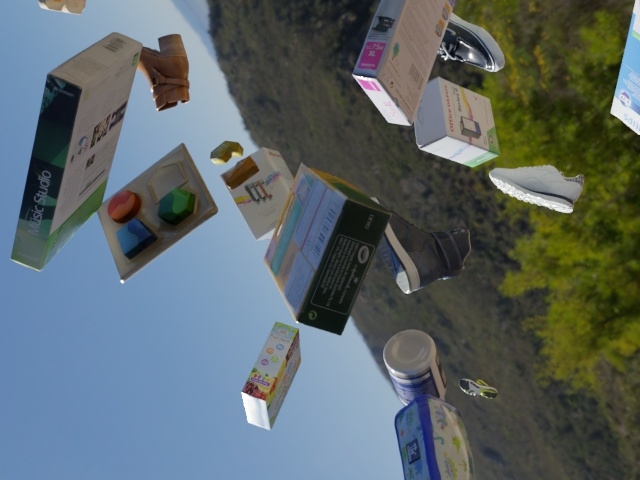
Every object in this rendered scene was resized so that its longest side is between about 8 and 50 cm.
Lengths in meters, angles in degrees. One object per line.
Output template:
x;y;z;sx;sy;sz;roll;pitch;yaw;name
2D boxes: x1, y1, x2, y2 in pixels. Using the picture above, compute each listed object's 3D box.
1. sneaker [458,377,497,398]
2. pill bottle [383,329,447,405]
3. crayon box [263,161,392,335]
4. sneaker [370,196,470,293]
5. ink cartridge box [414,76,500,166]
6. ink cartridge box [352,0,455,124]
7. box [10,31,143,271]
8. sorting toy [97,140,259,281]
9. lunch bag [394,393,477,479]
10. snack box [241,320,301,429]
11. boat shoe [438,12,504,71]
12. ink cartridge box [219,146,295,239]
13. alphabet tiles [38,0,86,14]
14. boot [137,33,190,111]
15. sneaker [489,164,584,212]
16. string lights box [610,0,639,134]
0.333;0.309;1.615;0.083;0.031;0.035;19;-157;6;sneaker
0.177;0.248;1.389;0.094;0.094;0.169;55;171;48;pill bottle
0.000;0.000;1.269;0.083;0.203;0.323;19;-170;-18;crayon box
0.194;-0.010;1.489;0.086;0.163;0.226;92;156;-53;sneaker
0.320;-0.278;1.813;0.212;0.093;0.154;10;-113;-41;ink cartridge box
0.167;-0.395;1.425;0.065;0.311;0.186;16;169;31;ink cartridge box
-0.375;-0.140;1.179;0.058;0.322;0.232;22;-150;-2;box
-0.265;-0.088;1.369;0.041;0.307;0.229;49;-173;-46;sorting toy
0.155;0.288;1.027;0.151;0.096;0.129;65;-165;-59;lunch bag
-0.116;0.332;1.875;0.070;0.207;0.174;18;145;14;snack box
0.335;-0.503;1.933;0.301;0.102;0.108;48;168;31;boat shoe
-0.122;-0.107;1.754;0.176;0.127;0.128;61;-168;6;ink cartridge box
-0.440;-0.540;1.317;0.021;0.284;0.278;10;-166;9;alphabet tiles
-0.374;-0.364;1.716;0.073;0.197;0.152;-10;-90;-52;boot
0.534;-0.146;1.897;0.235;0.095;0.090;23;177;32;sneaker
0.653;-0.332;1.473;0.133;0.076;0.260;-120;18;-44;string lights box
